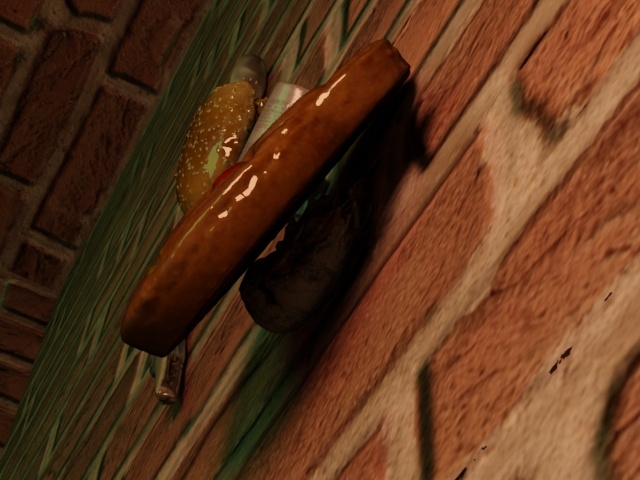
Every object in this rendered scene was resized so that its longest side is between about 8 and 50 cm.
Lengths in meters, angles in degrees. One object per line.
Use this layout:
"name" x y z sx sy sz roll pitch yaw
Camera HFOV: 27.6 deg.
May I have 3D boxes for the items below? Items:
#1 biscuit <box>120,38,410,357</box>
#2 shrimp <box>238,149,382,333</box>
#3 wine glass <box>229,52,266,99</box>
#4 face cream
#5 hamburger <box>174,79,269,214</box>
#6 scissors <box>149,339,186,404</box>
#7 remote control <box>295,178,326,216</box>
"biscuit" -0.044 -0.060 1.216 0.350 0.070 0.394 -50 0 31
"shrimp" 0.000 0.000 1.205 0.090 0.079 0.233 -18 -29 -53
"wine glass" -0.118 -0.237 2.090 0.074 0.074 0.262 -59 14 24
"face cream" -0.065 -0.100 1.638 0.084 0.057 0.198 19 83 42
"hamburger" -0.127 -0.102 1.760 0.189 0.122 0.215 -25 44 67
"scissors" -0.202 0.157 1.754 0.138 0.041 0.289 -63 10 12
"remote control" -0.031 -0.056 1.512 0.050 0.027 0.184 -65 14 -2
